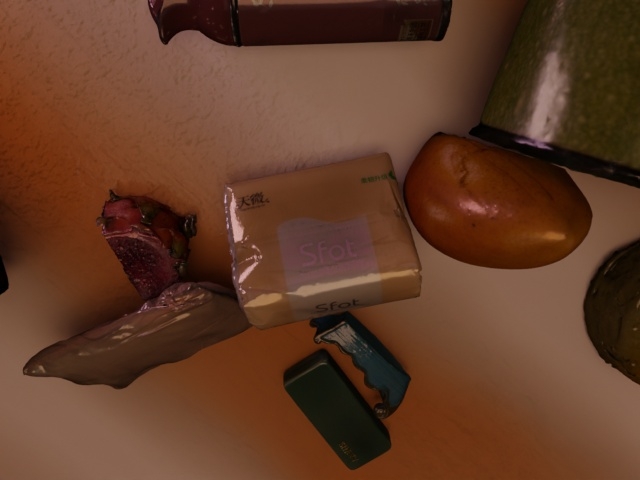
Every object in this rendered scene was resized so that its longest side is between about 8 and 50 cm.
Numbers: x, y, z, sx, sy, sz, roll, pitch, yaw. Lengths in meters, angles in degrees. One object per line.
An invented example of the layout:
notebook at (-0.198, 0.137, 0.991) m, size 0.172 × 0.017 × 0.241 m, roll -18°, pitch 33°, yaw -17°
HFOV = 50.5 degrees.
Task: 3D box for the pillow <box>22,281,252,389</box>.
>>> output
pillow at (-0.223, 0.131, 0.892) m, size 0.270 × 0.067 × 0.173 m, roll -26°, pitch 153°, yaw 8°

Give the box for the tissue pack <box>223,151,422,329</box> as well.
tissue pack at (0.000, 0.000, 0.835) m, size 0.222 × 0.090 × 0.186 m, roll -9°, pitch 66°, yaw -1°

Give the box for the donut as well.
donut at (0.513, 0.102, 0.936) m, size 0.272 × 0.107 × 0.271 m, roll 0°, pitch 109°, yaw -1°

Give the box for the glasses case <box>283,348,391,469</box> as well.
glasses case at (0.026, 0.248, 0.990) m, size 0.078 × 0.039 × 0.184 m, roll -33°, pitch 108°, yaw 8°

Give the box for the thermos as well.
thermos at (-0.027, -0.288, 0.758) m, size 0.331 × 0.109 × 0.136 m, roll -3°, pitch 110°, yaw -2°

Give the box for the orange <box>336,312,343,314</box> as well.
orange at (0.019, 0.057, 0.902) m, size 0.085 × 0.085 × 0.084 m, roll -1°, pitch 110°, yaw -3°

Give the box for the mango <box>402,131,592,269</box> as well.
mango at (0.201, -0.038, 0.783) m, size 0.187 × 0.257 × 0.137 m, roll 4°, pitch 109°, yaw -5°

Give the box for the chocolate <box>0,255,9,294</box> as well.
chocolate at (-0.566, -0.010, 0.703) m, size 0.384 × 0.383 × 0.331 m, roll -24°, pitch 103°, yaw 5°

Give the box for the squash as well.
squash at (0.358, -0.212, 0.716) m, size 0.311 × 0.310 × 0.308 m, roll 16°, pitch 104°, yaw -9°

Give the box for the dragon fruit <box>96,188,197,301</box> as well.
dragon fruit at (-0.205, -0.001, 0.858) m, size 0.096 × 0.102 × 0.147 m, roll -18°, pitch 120°, yaw 10°

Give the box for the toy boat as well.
toy boat at (0.055, 0.174, 0.946) m, size 0.077 × 0.075 × 0.185 m, roll -42°, pitch 112°, yaw 8°
